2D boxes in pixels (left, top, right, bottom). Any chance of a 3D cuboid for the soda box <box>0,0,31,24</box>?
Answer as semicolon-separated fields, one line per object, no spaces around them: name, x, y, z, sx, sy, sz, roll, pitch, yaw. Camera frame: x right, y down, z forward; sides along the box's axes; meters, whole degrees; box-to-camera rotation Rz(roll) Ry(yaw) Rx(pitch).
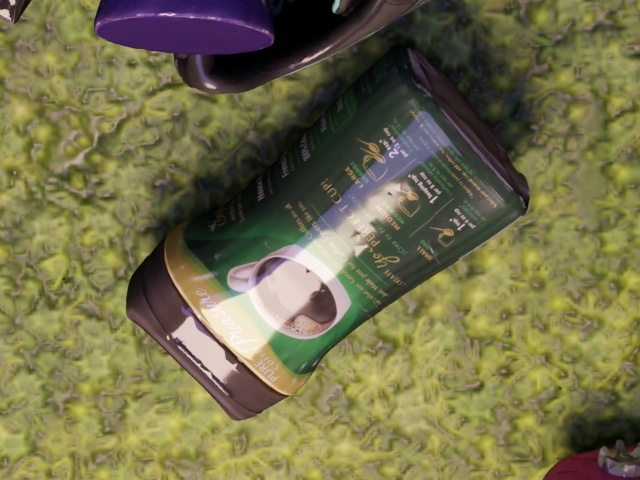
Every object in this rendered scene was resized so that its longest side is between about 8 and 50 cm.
soda box;-0.124;-0.144;0.689;0.060;0.169;0.053;26;112;-8

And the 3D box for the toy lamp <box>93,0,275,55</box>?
toy lamp;-0.051;-0.215;0.663;0.080;0.080;0.275;2;84;0

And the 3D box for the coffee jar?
coffee jar;0.000;0.000;0.792;0.184;0.079;0.096;-38;109;14

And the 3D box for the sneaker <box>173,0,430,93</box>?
sneaker;0.046;-0.141;0.717;0.267;0.106;0.101;-36;104;16

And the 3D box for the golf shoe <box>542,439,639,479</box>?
golf shoe;0.247;0.192;0.848;0.306;0.115;0.140;14;114;-3
